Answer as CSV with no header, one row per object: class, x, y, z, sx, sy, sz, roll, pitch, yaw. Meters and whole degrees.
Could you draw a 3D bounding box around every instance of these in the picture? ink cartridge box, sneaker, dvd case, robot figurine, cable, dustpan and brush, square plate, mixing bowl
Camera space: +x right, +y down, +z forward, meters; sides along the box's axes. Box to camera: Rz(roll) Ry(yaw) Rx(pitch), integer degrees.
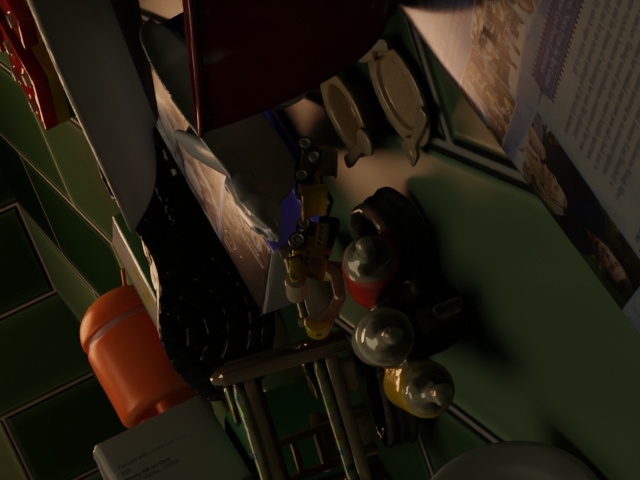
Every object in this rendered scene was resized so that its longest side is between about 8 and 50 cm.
ink cartridge box,-0.087,0.320,1.373,0.289,0.121,0.211,54,162,33
sneaker,-0.116,0.004,1.347,0.124,0.107,0.283,-115,6,-75
ink cartridge box,-0.170,0.034,1.618,0.171,0.056,0.235,61,167,11
dvd case,0.105,-0.068,0.573,0.253,0.022,0.180,57,163,24
robot figurine,-0.217,0.146,1.822,0.219,0.128,0.158,57,170,20
cable,0.033,0.062,0.934,0.287,0.072,0.140,115,133,-71
dustpan and brush,-0.053,-0.051,0.919,0.147,0.060,0.211,54,170,-31
ink cartridge box,-0.068,-0.066,1.125,0.206,0.045,0.208,60,163,16
square plate,-0.185,-0.239,1.061,0.347,0.049,0.344,-105,-1,-46
mixing bowl,-0.018,-0.142,0.672,0.181,0.098,0.182,173,90,-86

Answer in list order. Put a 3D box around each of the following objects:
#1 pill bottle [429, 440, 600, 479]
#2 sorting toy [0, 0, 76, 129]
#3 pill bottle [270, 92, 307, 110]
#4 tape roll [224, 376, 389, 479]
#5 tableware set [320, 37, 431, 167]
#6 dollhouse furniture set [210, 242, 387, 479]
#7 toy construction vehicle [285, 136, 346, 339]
pill bottle,0.117,0.210,0.827,0.108,0.108,0.180,47,158,47
sorting toy,-0.309,-0.266,1.520,0.255,0.089,0.257,57,164,24
pill bottle,-0.035,-0.107,0.941,0.083,0.043,0.043,29,143,64
tape roll,0.018,0.284,1.347,0.321,0.077,0.321,57,164,26
tableware set,0.010,-0.114,0.825,0.169,0.020,0.141,64,165,1
dollhouse furniture set,-0.027,0.094,1.085,0.161,0.101,0.182,-108,2,-85
toy construction vehicle,0.000,0.000,0.891,0.086,0.035,0.098,89,-175,-60
